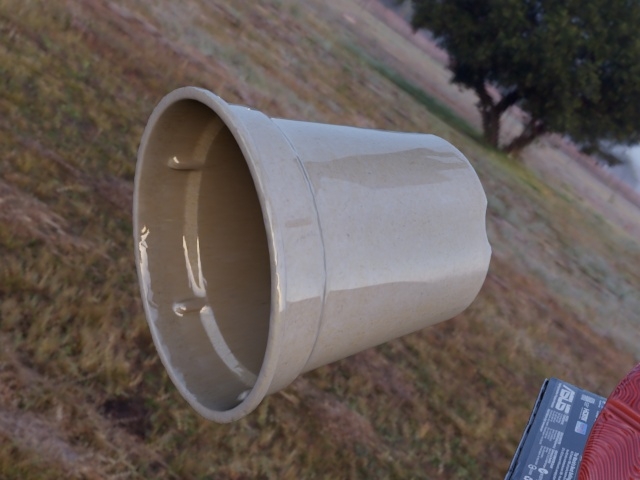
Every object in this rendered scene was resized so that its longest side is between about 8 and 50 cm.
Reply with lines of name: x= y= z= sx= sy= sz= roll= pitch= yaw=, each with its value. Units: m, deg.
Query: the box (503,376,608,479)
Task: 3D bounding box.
box: x=0.310 y=0.284 z=0.793 sx=0.318 sy=0.097 sz=0.395 roll=19 pitch=20 yaw=17

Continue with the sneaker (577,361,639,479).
sneaker: x=0.193 y=0.092 z=0.429 sx=0.087 sy=0.221 sz=0.128 roll=39 pitch=-28 yaw=29

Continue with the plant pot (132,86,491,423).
plant pot: x=0.000 y=0.000 z=0.965 sx=0.306 sy=0.333 sz=0.334 roll=-7 pitch=34 yaw=-32
